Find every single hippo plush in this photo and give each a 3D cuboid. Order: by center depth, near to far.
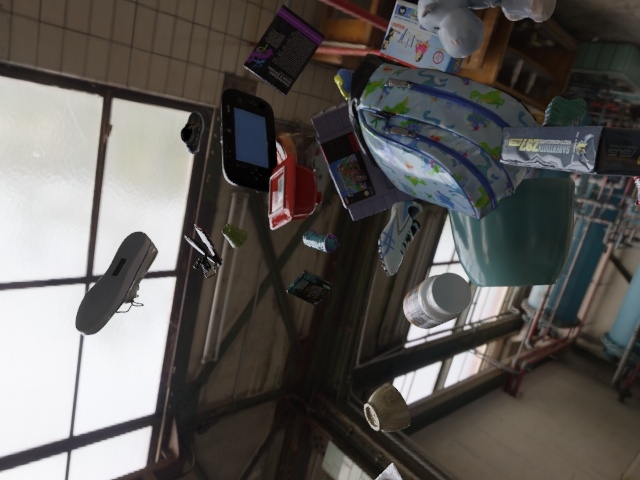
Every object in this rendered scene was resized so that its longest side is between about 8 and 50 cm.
[{"bbox_3d":[0.326,-0.538,0.999,0.294,0.236,0.234,53,-166,-4],"label":"hippo plush"}]

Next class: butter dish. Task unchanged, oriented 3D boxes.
[{"bbox_3d":[-0.052,-0.109,1.119,0.118,0.160,0.160,6,168,-23],"label":"butter dish"}]

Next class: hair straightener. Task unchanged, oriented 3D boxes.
[{"bbox_3d":[-0.337,0.044,1.333,0.047,0.089,0.230,31,158,17],"label":"hair straightener"}]

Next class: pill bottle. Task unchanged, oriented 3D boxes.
[{"bbox_3d":[0.393,0.204,1.583,0.162,0.162,0.278,13,160,-2],"label":"pill bottle"}]

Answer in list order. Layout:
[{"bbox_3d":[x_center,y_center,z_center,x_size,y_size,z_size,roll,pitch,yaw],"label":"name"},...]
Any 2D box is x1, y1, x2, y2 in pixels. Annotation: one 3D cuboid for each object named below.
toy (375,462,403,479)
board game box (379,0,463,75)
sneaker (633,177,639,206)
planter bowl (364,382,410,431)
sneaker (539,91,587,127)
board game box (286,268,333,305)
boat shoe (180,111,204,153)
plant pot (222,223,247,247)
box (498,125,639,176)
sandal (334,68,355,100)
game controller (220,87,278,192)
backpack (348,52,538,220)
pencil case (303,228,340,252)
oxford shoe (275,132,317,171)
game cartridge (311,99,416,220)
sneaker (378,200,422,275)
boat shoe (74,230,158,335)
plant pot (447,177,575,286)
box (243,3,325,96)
[{"bbox_3d":[0.179,0.755,1.328,0.056,0.237,0.137,-11,-130,-35],"label":"toy"},{"bbox_3d":[0.367,-0.682,1.714,0.086,0.302,0.308,-13,-139,-45],"label":"board game box"},{"bbox_3d":[0.833,-0.135,1.211,0.118,0.067,0.042,59,176,25],"label":"sneaker"},{"bbox_3d":[0.222,0.598,1.636,0.109,0.162,0.162,-17,-153,-24],"label":"planter bowl"},{"bbox_3d":[0.556,-0.270,1.127,0.083,0.098,0.223,39,-116,9],"label":"sneaker"},{"bbox_3d":[-0.043,0.207,2.033,0.186,0.126,0.026,32,-165,-42],"label":"board game box"},{"bbox_3d":[-0.477,-0.419,1.738,0.065,0.183,0.083,-3,158,2],"label":"boat shoe"},{"bbox_3d":[-0.346,-0.026,1.850,0.083,0.083,0.079,28,168,44],"label":"plant pot"},{"bbox_3d":[0.396,-0.119,0.630,0.233,0.059,0.183,0,-168,-15],"label":"box"},{"bbox_3d":[0.173,-0.459,1.375,0.317,0.138,0.126,-6,-116,-44],"label":"sandal"},{"bbox_3d":[-0.199,-0.281,1.306,0.166,0.319,0.067,16,147,-42],"label":"game controller"},{"bbox_3d":[0.236,-0.194,0.912,0.355,0.273,0.290,14,157,34],"label":"backpack"},{"bbox_3d":[0.000,0.000,1.684,0.064,0.070,0.152,12,-179,-36],"label":"pencil case"},{"bbox_3d":[-0.078,-0.196,1.495,0.133,0.363,0.130,-21,-114,-21],"label":"oxford shoe"},{"bbox_3d":[0.134,-0.230,1.318,0.230,0.355,0.068,-23,-144,5],"label":"game cartridge"},{"bbox_3d":[0.210,-0.014,1.219,0.086,0.237,0.085,-4,139,33],"label":"sneaker"},{"bbox_3d":[-0.638,0.158,1.523,0.136,0.367,0.156,5,148,23],"label":"boat shoe"},{"bbox_3d":[0.460,-0.006,1.129,0.293,0.235,0.293,-3,175,0],"label":"plant pot"},{"bbox_3d":[-0.082,-0.426,1.054,0.116,0.162,0.029,34,-178,-9],"label":"box"}]
